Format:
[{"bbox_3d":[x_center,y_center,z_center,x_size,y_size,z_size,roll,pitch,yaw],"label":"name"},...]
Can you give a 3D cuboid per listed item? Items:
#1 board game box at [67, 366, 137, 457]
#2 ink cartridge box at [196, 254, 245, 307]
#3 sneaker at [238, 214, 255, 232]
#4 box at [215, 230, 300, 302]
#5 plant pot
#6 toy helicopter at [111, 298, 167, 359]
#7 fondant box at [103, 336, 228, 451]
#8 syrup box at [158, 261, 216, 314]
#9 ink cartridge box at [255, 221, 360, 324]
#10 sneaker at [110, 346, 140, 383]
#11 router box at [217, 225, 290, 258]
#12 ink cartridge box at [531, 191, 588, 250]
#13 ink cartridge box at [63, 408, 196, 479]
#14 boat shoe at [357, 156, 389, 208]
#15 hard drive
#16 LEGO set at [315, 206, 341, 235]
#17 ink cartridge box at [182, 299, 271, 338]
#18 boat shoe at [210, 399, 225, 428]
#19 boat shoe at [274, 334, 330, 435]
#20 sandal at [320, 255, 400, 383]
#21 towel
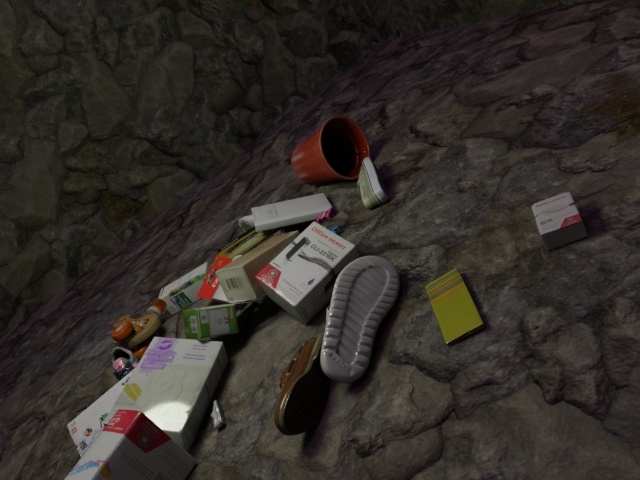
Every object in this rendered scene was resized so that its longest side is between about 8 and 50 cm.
[{"bbox_3d":[-0.617,0.543,1.717,0.305,0.053,0.193,-40,52,-11],"label":"board game box"},{"bbox_3d":[-0.349,0.140,2.052,0.232,0.066,0.189,11,64,28],"label":"ink cartridge box"},{"bbox_3d":[-0.260,-0.088,2.444,0.232,0.090,0.115,0,35,37],"label":"sneaker"},{"bbox_3d":[-0.190,0.086,1.894,0.148,0.121,0.311,-14,14,39],"label":"box"},{"bbox_3d":[0.029,-0.363,2.380,0.265,0.272,0.272,-14,31,52],"label":"plant pot"},{"bbox_3d":[-0.738,0.333,2.222,0.235,0.140,0.355,-46,25,-27],"label":"toy helicopter"},{"bbox_3d":[-0.441,0.439,1.623,0.238,0.096,0.330,2,36,13],"label":"fondant box"},{"bbox_3d":[-0.534,0.197,2.253,0.237,0.093,0.096,-30,26,10],"label":"syrup box"},{"bbox_3d":[-0.031,0.095,1.730,0.273,0.114,0.197,-43,50,-19],"label":"ink cartridge box"},{"bbox_3d":[-0.650,0.470,1.874,0.112,0.131,0.319,-42,31,-13],"label":"sneaker"},{"bbox_3d":[-0.265,0.033,2.226,0.309,0.081,0.243,-34,26,3],"label":"router box"},{"bbox_3d":[0.589,-0.049,1.367,0.099,0.056,0.135,-22,29,24],"label":"ink cartridge box"},{"bbox_3d":[-0.486,0.603,1.342,0.131,0.226,0.306,-9,35,43],"label":"ink cartridge box"},{"bbox_3d":[0.184,-0.226,2.107,0.094,0.109,0.302,-30,29,15],"label":"boat shoe"},{"bbox_3d":[-0.117,-0.115,2.216,0.307,0.040,0.203,-12,25,-7],"label":"hard drive"},{"bbox_3d":[0.000,0.000,1.967,0.093,0.087,0.227,-18,36,37],"label":"LEGO set"},{"bbox_3d":[-0.304,0.257,1.826,0.255,0.097,0.189,-5,-5,-27],"label":"ink cartridge box"},{"bbox_3d":[-0.289,0.484,1.534,0.035,0.035,0.100,-33,32,-3],"label":"boat shoe"},{"bbox_3d":[-0.045,0.364,1.379,0.104,0.111,0.307,-22,18,34],"label":"boat shoe"},{"bbox_3d":[0.089,0.200,1.478,0.416,0.169,0.102,-60,-5,-41],"label":"sandal"},{"bbox_3d":[0.328,0.161,1.368,0.102,0.021,0.237,-34,26,15],"label":"towel"}]
